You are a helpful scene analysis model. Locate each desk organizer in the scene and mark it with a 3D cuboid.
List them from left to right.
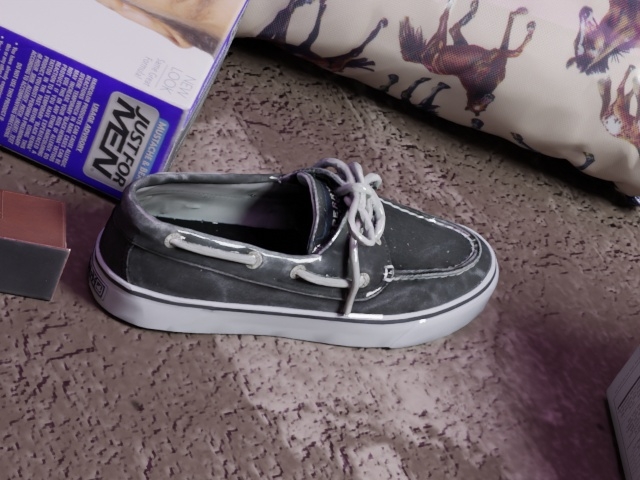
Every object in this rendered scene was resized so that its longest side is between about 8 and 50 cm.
[{"bbox_3d":[-0.228,-0.005,1.102,0.130,0.047,0.050,11,39,-19],"label":"desk organizer"}]

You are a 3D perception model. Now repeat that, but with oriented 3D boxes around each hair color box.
[{"bbox_3d":[-0.236,-0.174,1.237,0.339,0.110,0.185,25,38,-4],"label":"hair color box"}]

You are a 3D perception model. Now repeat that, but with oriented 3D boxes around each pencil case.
[{"bbox_3d":[0.114,-0.167,1.386,0.410,0.183,0.159,21,68,-7],"label":"pencil case"}]

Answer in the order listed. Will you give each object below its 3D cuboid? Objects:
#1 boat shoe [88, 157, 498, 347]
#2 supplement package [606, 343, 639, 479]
[{"bbox_3d":[-0.002,-0.003,1.179,0.306,0.105,0.113,6,44,-24],"label":"boat shoe"},{"bbox_3d":[0.334,0.155,1.119,0.199,0.198,0.262,14,40,-16],"label":"supplement package"}]
